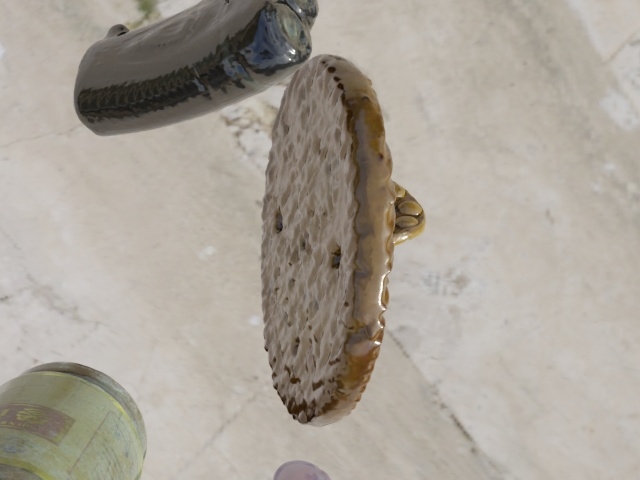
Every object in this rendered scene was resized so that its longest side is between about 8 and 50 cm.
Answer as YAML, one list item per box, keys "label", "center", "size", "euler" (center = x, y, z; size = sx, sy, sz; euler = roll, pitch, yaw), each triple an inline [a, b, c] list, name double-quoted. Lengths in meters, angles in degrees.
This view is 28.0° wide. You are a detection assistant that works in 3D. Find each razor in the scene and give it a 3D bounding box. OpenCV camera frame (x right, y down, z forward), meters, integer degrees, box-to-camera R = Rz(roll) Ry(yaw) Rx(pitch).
- label: "razor"
  center: [-0.167, -0.249, 1.720]
  size: [0.113, 0.349, 0.204]
  euler: [52, 34, -35]

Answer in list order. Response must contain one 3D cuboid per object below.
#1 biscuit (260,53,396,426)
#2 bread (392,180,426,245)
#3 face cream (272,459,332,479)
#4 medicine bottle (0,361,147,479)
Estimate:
- label: "biscuit"
  center: [0.001, 0.000, 0.648]
  size: [0.027, 0.188, 0.187]
  euler: [1, 90, -16]
- label: "bread"
  center: [0.065, -0.034, 1.394]
  size: [0.110, 0.024, 0.110]
  euler: [18, 38, -15]
- label: "face cream"
  center: [0.029, 0.400, 1.748]
  size: [0.073, 0.107, 0.269]
  euler: [-47, 132, -19]
- label: "medicine bottle"
  center: [-0.240, 0.214, 0.977]
  size: [0.151, 0.322, 0.151]
  euler: [2, 107, 7]
